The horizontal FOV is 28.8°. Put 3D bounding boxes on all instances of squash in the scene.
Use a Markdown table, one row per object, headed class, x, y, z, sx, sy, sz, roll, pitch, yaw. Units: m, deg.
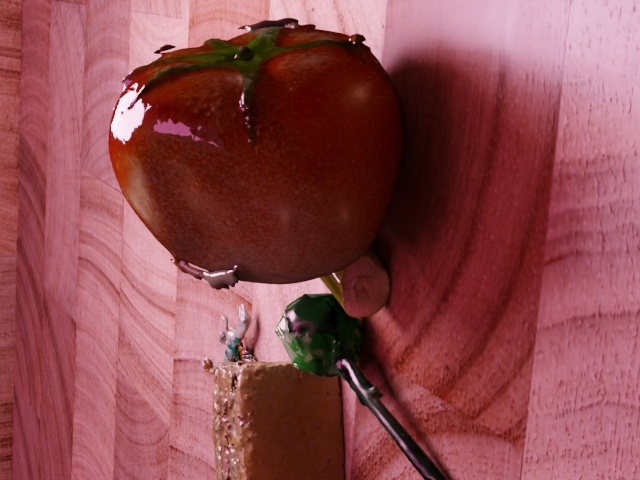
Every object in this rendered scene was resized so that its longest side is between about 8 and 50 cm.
| class | x | y | z | sx | sy | sz | roll | pitch | yaw |
| --- | --- | --- | --- | --- | --- | --- | --- | --- | --- |
| squash | 0.000 | 0.000 | 1.410 | 0.250 | 0.083 | 0.083 | 43 | 129 | 54 |

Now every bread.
| class | x | y | z | sx | sy | sz | roll | pitch | yaw |
| --- | --- | --- | --- | --- | --- | --- | --- | --- | --- |
| bread | -0.051 | 0.235 | 1.460 | 0.102 | 0.138 | 0.196 | 158 | 108 | -68 |

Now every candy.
| class | x | y | z | sx | sy | sz | roll | pitch | yaw |
| --- | --- | --- | --- | --- | --- | --- | --- | --- | --- |
| candy | 0.054 | 0.166 | 1.312 | 0.323 | 0.097 | 0.097 | 49 | 135 | 44 |

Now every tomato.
| class | x | y | z | sx | sy | sz | roll | pitch | yaw |
| --- | --- | --- | --- | --- | --- | --- | --- | --- | --- |
| tomato | -0.060 | -0.084 | 1.270 | 0.303 | 0.303 | 0.239 | -142 | 38 | -60 |

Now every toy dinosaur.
| class | x | y | z | sx | sy | sz | roll | pitch | yaw |
| --- | --- | --- | --- | --- | --- | --- | --- | --- | --- |
| toy dinosaur | -0.117 | 0.178 | 1.721 | 0.106 | 0.044 | 0.187 | 4 | 93 | 50 |
